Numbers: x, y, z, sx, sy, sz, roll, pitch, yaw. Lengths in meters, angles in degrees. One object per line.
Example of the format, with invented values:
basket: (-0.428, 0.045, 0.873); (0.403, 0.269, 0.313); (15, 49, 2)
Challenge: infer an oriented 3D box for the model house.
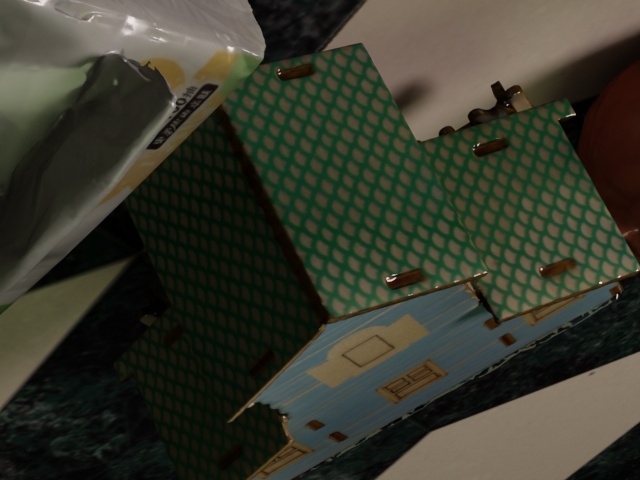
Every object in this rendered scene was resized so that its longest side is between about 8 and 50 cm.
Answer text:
model house: (0.000, 0.000, 0.821); (0.271, 0.178, 0.206); (-28, 160, 10)

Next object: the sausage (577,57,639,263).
sausage: (0.258, -0.068, 0.974); (0.254, 0.148, 0.148); (-29, 154, -5)

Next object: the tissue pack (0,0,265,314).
tissue pack: (-0.145, -0.031, 0.678); (0.229, 0.145, 0.159); (-40, 151, 27)
